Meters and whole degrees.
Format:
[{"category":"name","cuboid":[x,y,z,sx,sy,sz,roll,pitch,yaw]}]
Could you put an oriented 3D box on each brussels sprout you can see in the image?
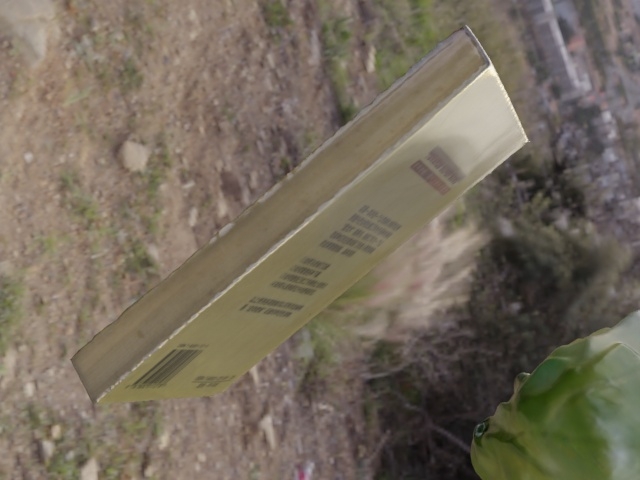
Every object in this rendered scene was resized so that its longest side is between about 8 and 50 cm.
[{"category":"brussels sprout","cuboid":[0.164,0.116,0.534,0.151,0.149,0.122,-5,47,-40]}]

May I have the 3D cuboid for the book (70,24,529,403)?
[{"category":"book","cuboid":[0.000,0.000,0.529,0.026,0.231,0.161,53,8,16]}]
